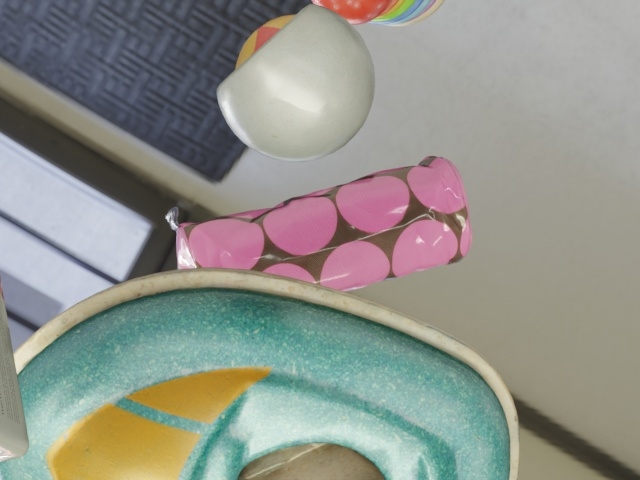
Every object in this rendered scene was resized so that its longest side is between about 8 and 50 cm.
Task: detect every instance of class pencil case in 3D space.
[{"bbox_3d":[0.000,0.000,0.896,0.209,0.095,0.098,-14,176,-9],"label":"pencil case"}]

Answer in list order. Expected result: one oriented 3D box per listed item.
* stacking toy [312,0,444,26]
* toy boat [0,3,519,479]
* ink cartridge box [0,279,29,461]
[{"bbox_3d":[0.053,-0.283,1.323,0.141,0.330,0.141,4,106,14],"label":"stacking toy"},{"bbox_3d":[-0.029,0.049,0.585,0.267,0.318,0.148,6,-170,-3],"label":"toy boat"},{"bbox_3d":[-0.161,0.008,0.412,0.072,0.127,0.175,-13,164,-2],"label":"ink cartridge box"}]
